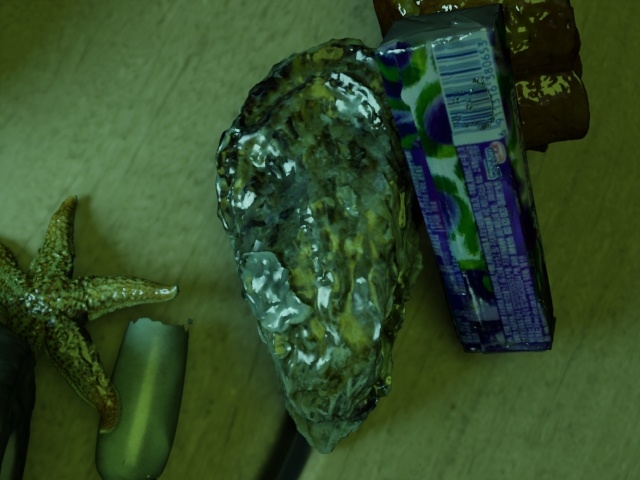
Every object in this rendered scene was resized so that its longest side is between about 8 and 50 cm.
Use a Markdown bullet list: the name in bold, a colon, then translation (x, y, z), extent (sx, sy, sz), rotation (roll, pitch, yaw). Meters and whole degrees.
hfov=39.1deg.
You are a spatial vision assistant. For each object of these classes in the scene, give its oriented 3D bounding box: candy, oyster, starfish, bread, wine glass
- **candy**: translation (0.124, -0.036, 0.719), extent (0.088, 0.312, 0.061), rotation (-4, 38, 21)
- **oyster**: translation (0.003, 0.005, 0.757), extent (0.162, 0.158, 0.351), rotation (-3, 85, 29)
- **starfish**: translation (-0.196, 0.054, 0.716), extent (0.175, 0.053, 0.208), rotation (-16, 74, 1)
- **bread**: translation (0.137, -0.184, 0.777), extent (0.135, 0.232, 0.247), rotation (-23, 91, -7)
- **wine glass**: translation (-0.150, 0.184, 0.711), extent (0.074, 0.074, 0.262), rotation (12, 75, -11)

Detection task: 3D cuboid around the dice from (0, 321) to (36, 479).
- **dice**: translation (-0.296, 0.148, 0.596), extent (0.183, 0.182, 0.182), rotation (9, 106, -12)
